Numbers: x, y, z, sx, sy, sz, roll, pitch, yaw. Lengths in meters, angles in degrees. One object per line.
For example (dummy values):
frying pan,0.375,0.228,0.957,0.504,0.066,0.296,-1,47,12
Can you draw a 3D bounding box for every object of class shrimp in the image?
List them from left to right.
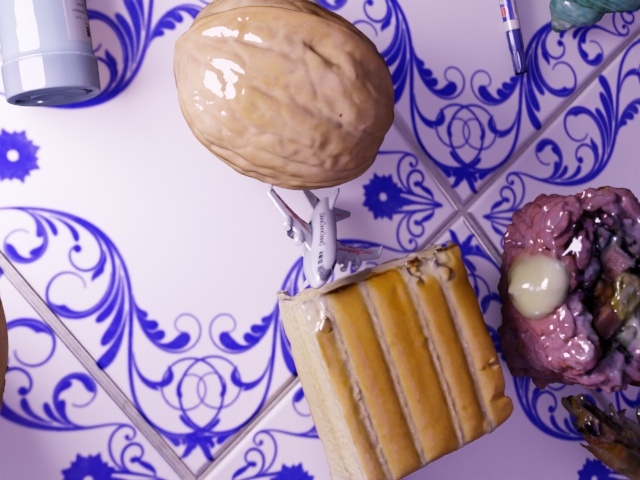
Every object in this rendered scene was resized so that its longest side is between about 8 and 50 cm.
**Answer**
shrimp,0.438,0.244,1.472,0.253,0.058,0.173,38,64,-25

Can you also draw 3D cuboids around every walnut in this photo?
walnut,-0.040,-0.169,1.184,0.261,0.225,0.225,22,75,-19

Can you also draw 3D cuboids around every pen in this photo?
pen,0.256,-0.327,1.453,0.025,0.025,0.204,-11,90,-27

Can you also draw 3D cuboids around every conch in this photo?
conch,0.381,-0.385,1.468,0.196,0.134,0.202,31,73,22

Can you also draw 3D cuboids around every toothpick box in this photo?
toothpick box,-0.292,-0.226,1.121,0.101,0.101,0.153,-6,87,-27

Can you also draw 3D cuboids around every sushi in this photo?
sushi,0.344,0.067,1.377,0.236,0.171,0.270,10,85,-26

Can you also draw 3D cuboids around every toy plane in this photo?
toy plane,0.000,0.000,1.241,0.162,0.065,0.171,30,41,-18

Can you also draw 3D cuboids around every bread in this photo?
bread,0.093,0.140,1.274,0.239,0.111,0.246,-20,91,-29

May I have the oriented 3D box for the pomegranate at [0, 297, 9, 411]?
pomegranate,-0.419,0.113,0.952,0.270,0.229,0.252,3,83,-21
